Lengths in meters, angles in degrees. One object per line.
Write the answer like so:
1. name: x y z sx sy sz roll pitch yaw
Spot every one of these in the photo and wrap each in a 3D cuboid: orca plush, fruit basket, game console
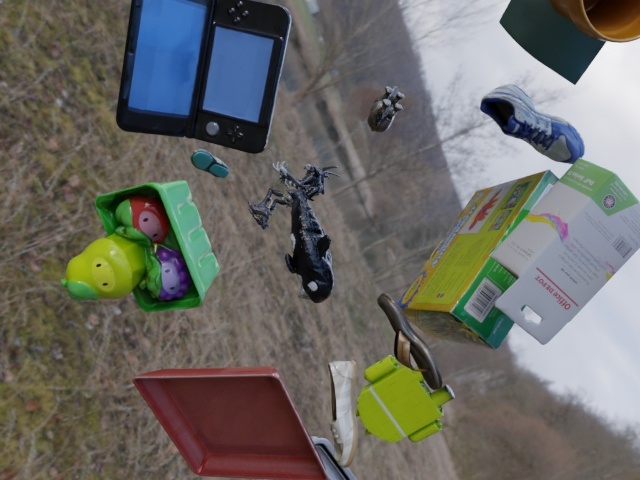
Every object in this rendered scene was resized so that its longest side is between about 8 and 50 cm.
1. orca plush: 0.000 0.000 1.537 0.151 0.102 0.287 19 62 -41
2. fruit basket: -0.495 0.040 1.733 0.392 0.283 0.392 22 64 -55
3. game console: -0.219 -0.326 1.214 0.173 0.250 0.293 -38 142 -70

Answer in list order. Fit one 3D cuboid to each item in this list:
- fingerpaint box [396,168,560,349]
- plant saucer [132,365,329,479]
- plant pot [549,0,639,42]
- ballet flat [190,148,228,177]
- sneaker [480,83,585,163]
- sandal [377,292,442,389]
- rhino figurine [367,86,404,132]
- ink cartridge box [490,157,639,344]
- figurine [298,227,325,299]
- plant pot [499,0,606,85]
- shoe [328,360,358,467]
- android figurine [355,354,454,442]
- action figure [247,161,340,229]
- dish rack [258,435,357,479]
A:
1. fingerpaint box: 0.440 0.057 1.695 0.163 0.445 0.371 39 -13 -9
2. plant saucer: -0.135 0.290 1.030 0.048 0.259 0.258 -67 144 -49
3. plant pot: 0.552 -0.501 1.253 0.188 0.205 0.205 -117 -176 -67
4. ballet flat: -0.369 -0.258 2.065 0.188 0.070 0.070 38 30 -60
5. sneaker: 0.538 -0.286 1.654 0.296 0.131 0.112 44 -41 25
6. sandal: 0.169 0.208 1.284 0.219 0.060 0.090 58 -13 9
7. rhino figurine: 0.188 -0.388 1.846 0.073 0.106 0.243 32 32 -7
8. ink cartridge box: 0.517 0.028 1.365 0.207 0.353 0.119 37 8 -28
9. figurine: -0.018 0.084 2.191 0.215 0.092 0.209 118 -24 -69
10. plant pot: 0.557 -0.520 1.501 0.165 0.234 0.166 -52 170 -40
11. shoe: 0.040 0.361 1.342 0.076 0.058 0.219 138 -43 -64
12. android figurine: 0.214 0.436 1.717 0.248 0.273 0.056 53 18 -3
13. action figure: -0.086 -0.158 1.846 0.141 0.275 0.164 53 -9 20
14. dish rack: -0.043 0.730 1.835 0.072 0.285 0.333 30 -26 57
